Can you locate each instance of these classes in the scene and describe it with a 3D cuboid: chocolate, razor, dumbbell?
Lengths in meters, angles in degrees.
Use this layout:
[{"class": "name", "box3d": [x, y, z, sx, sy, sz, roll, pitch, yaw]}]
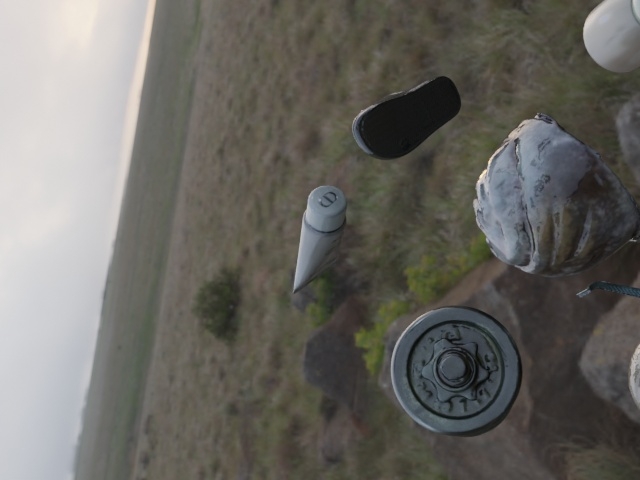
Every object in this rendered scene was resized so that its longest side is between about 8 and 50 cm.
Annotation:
[{"class": "chocolate", "box3d": [0.392, -0.046, 1.548, 0.213, 0.303, 0.303, -40, 14, -3]}, {"class": "razor", "box3d": [0.630, 0.105, 1.790, 0.066, 0.190, 0.033, 98, 177, -76]}, {"class": "dumbbell", "box3d": [0.209, 0.206, 1.313, 0.406, 0.179, 0.179, 50, -134, -74]}]

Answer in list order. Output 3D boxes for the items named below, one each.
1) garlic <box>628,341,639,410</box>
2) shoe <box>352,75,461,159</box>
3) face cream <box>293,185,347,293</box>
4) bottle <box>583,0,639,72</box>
[{"class": "garlic", "box3d": [0.509, 0.209, 1.288, 0.087, 0.101, 0.196, -69, -26, -68]}, {"class": "shoe", "box3d": [0.150, -0.222, 1.614, 0.093, 0.241, 0.108, -3, 116, 61]}, {"class": "face cream", "box3d": [0.000, 0.000, 1.878, 0.143, 0.089, 0.314, -38, -20, -25]}, {"class": "bottle", "box3d": [0.612, -0.423, 1.637, 0.236, 0.147, 0.148, 138, 139, -73]}]
